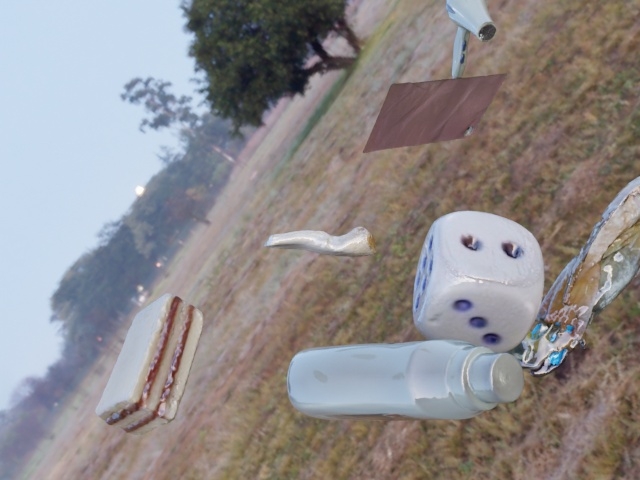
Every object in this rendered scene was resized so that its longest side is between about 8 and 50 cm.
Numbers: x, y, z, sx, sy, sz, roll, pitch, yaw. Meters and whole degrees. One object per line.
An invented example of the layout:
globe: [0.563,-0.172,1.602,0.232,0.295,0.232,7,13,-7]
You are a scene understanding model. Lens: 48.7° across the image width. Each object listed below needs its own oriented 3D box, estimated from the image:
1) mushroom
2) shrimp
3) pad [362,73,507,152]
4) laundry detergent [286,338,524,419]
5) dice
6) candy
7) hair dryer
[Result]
mushroom: [-0.001,0.001,1.267,0.059,0.202,0.054,89,-178,-74]
shrimp: [0.505,0.064,1.307,0.446,0.110,0.221,-54,-36,-1]
pad: [0.147,-0.166,0.912,0.187,0.006,0.113,-13,-34,-29]
laundry detergent: [0.149,0.214,1.079,0.398,0.264,0.125,-20,63,55]
dice: [0.273,0.074,1.247,0.194,0.191,0.193,-78,2,-45]
candy: [-0.401,0.297,1.701,0.179,0.135,0.321,-33,31,36]
hair dryer: [0.238,-0.307,1.144,0.167,0.067,0.199,-101,10,-66]
